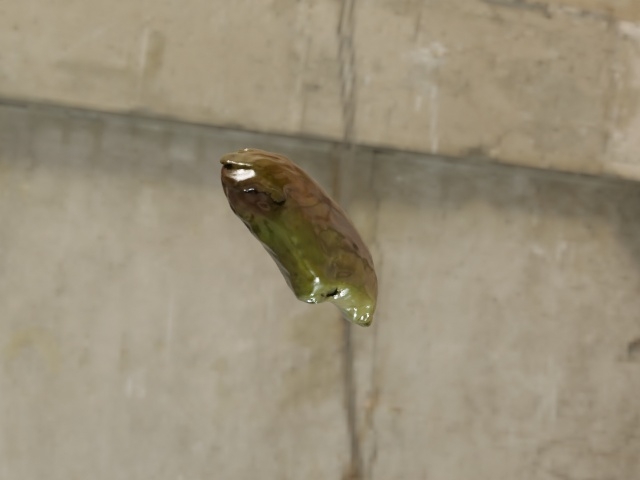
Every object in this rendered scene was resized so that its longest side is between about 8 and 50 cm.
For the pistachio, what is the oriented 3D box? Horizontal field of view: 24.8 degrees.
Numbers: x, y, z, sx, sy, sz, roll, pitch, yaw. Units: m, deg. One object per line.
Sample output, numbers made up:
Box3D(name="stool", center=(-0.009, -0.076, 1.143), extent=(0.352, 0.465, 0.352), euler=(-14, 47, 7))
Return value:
Box3D(name="pistachio", center=(0.000, 0.000, 0.916), extent=(0.049, 0.173, 0.090), euler=(-29, -136, 19))
